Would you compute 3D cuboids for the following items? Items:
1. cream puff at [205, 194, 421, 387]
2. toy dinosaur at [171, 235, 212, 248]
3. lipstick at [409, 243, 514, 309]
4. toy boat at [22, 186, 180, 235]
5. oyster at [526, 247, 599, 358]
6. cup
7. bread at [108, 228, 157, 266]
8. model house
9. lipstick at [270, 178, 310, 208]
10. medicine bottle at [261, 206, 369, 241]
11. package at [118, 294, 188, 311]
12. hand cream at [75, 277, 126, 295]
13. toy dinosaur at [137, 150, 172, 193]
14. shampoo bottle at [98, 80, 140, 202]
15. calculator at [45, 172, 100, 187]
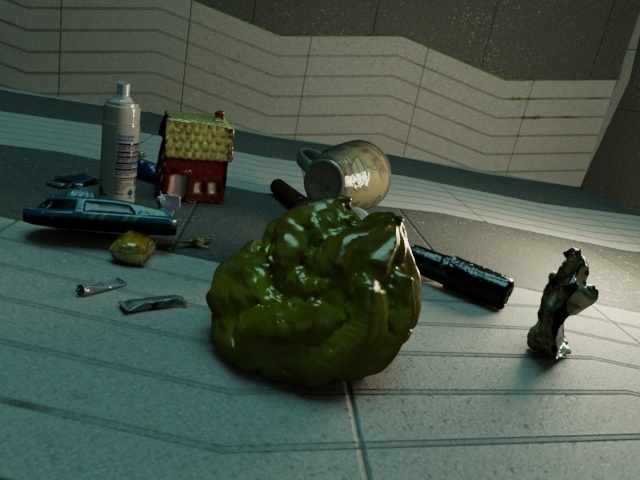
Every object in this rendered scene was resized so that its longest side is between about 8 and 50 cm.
[{"bbox_3d":[-0.009,0.054,0.829,0.291,0.257,0.324,-2,21,-44],"label":"cream puff"},{"bbox_3d":[-0.276,0.003,1.181,0.041,0.026,0.113,14,8,32],"label":"toy dinosaur"},{"bbox_3d":[0.289,0.068,1.226,0.300,0.081,0.081,24,22,29],"label":"lipstick"},{"bbox_3d":[-0.448,-0.067,1.115,0.299,0.092,0.134,5,-5,-17],"label":"toy boat"},{"bbox_3d":[0.444,0.117,0.984,0.092,0.198,0.259,19,-2,33],"label":"oyster"},{"bbox_3d":[0.038,-0.213,1.657,0.301,0.227,0.257,31,22,22],"label":"cup"},{"bbox_3d":[-0.371,0.010,1.066,0.072,0.053,0.106,13,12,-5],"label":"bread"},{"bbox_3d":[-0.356,-0.253,1.507,0.196,0.254,0.160,3,31,-25],"label":"model house"},{"bbox_3d":[-0.073,-0.119,1.630,0.057,0.057,0.357,1,20,-27],"label":"lipstick"},{"bbox_3d":[0.000,0.000,1.183,0.133,0.133,0.274,24,21,35],"label":"medicine bottle"},{"bbox_3d":[-0.276,0.103,0.894,0.110,0.015,0.037,-5,24,-36],"label":"package"},{"bbox_3d":[-0.377,0.079,0.919,0.030,0.019,0.093,18,12,27],"label":"hand cream"},{"bbox_3d":[-0.534,-0.207,1.625,0.248,0.075,0.188,15,28,-4],"label":"toy dinosaur"},{"bbox_3d":[-0.505,-0.244,1.351,0.092,0.303,0.092,9,19,-3],"label":"shampoo bottle"},{"bbox_3d":[-0.678,-0.163,1.470,0.094,0.019,0.141,16,20,18],"label":"calculator"}]
